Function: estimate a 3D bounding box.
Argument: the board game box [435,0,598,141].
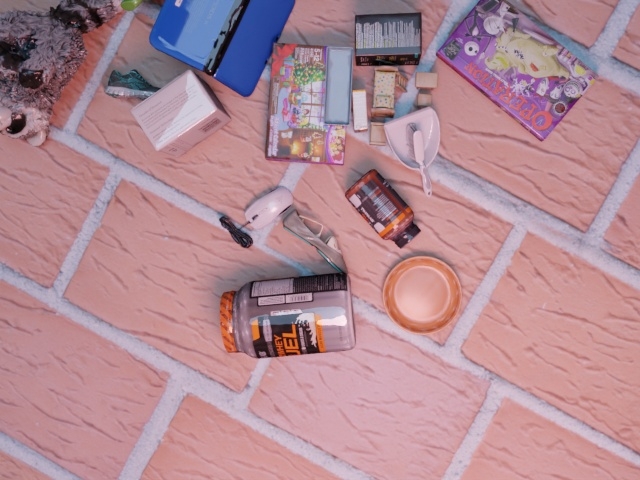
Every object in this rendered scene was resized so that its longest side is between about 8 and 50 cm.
[{"bbox_3d":[0.485,-0.435,1.718,0.347,0.056,0.208,39,98,2],"label":"board game box"}]

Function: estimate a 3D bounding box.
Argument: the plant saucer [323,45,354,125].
[{"bbox_3d":[0.044,-0.379,1.705,0.067,0.018,0.192,3,91,1],"label":"plant saucer"}]

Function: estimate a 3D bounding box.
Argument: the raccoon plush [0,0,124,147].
[{"bbox_3d":[-0.660,-0.423,1.765,0.446,0.299,0.216,-31,72,-27],"label":"raccoon plush"}]

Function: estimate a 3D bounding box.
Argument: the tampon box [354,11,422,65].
[{"bbox_3d":[0.165,-0.491,1.699,0.161,0.120,0.101,0,92,4],"label":"tampon box"}]

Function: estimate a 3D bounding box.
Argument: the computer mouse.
[{"bbox_3d":[-0.157,-0.069,1.769,0.193,0.042,0.106,-38,88,4],"label":"computer mouse"}]

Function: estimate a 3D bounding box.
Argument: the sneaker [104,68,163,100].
[{"bbox_3d":[-0.470,-0.401,1.775,0.166,0.065,0.076,7,88,2],"label":"sneaker"}]

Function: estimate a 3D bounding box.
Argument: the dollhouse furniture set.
[{"bbox_3d":[0.206,-0.328,1.710,0.161,0.101,0.182,3,92,4],"label":"dollhouse furniture set"}]

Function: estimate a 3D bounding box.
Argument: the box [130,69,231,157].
[{"bbox_3d":[-0.338,-0.308,1.706,0.182,0.181,0.119,-33,88,4],"label":"box"}]

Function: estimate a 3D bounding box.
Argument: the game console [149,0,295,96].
[{"bbox_3d":[-0.234,-0.542,1.694,0.250,0.173,0.293,26,92,1],"label":"game console"}]

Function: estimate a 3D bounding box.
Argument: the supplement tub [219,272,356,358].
[{"bbox_3d":[-0.076,0.186,1.695,0.316,0.193,0.193,-6,91,5],"label":"supplement tub"}]

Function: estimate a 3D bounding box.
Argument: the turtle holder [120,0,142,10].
[{"bbox_3d":[-0.422,-0.717,1.673,0.320,0.243,0.227,18,56,16],"label":"turtle holder"}]

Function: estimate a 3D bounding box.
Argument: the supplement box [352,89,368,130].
[{"bbox_3d":[0.099,-0.323,1.737,0.036,0.062,0.098,-3,90,3],"label":"supplement box"}]

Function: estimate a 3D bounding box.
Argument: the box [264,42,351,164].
[{"bbox_3d":[-0.030,-0.343,1.747,0.201,0.057,0.293,4,91,3],"label":"box"}]

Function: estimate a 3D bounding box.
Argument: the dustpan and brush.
[{"bbox_3d":[0.246,-0.208,1.725,0.147,0.060,0.211,-23,122,-16],"label":"dustpan and brush"}]

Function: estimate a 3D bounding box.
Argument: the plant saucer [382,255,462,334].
[{"bbox_3d":[0.256,0.137,1.750,0.200,0.037,0.200,0,90,4],"label":"plant saucer"}]

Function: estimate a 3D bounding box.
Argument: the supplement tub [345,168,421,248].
[{"bbox_3d":[0.159,-0.074,1.717,0.106,0.106,0.198,-42,88,4],"label":"supplement tub"}]

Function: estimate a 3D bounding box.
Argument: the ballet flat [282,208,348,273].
[{"bbox_3d":[0.000,0.000,1.748,0.213,0.072,0.068,39,89,3],"label":"ballet flat"}]
